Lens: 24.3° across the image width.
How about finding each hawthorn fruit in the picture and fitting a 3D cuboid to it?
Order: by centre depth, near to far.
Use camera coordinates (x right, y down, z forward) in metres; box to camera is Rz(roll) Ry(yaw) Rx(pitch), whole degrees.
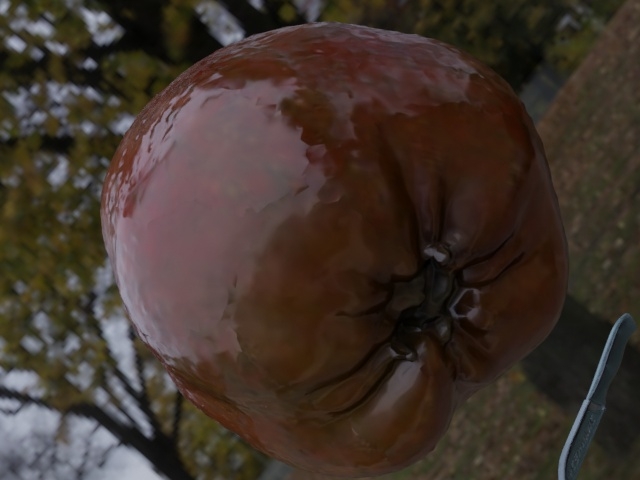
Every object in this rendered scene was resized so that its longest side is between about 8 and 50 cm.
[{"bbox_3d":[0.000,0.000,0.583,0.189,0.189,0.189,-49,-8,-9],"label":"hawthorn fruit"}]

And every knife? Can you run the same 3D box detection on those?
[{"bbox_3d":[0.279,0.161,1.502,0.015,0.028,0.210,-3,50,46],"label":"knife"}]
